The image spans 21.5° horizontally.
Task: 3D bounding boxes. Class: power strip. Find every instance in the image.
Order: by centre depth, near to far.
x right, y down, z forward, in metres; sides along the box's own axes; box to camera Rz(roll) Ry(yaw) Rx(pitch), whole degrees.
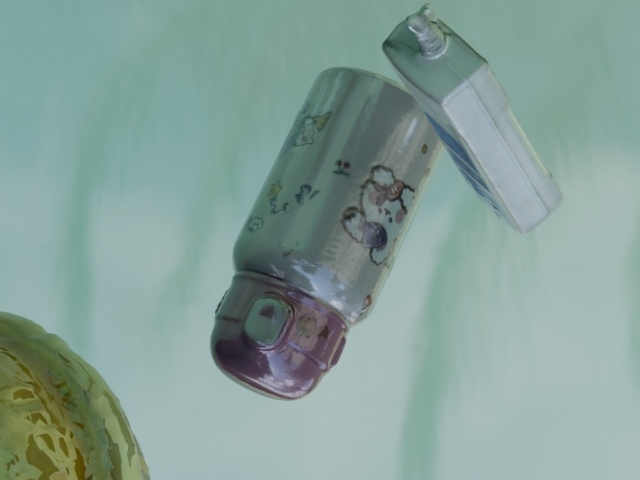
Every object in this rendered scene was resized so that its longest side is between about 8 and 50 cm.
[{"bbox_3d":[0.070,-0.052,0.761,0.030,0.047,0.191,-43,148,0],"label":"power strip"}]

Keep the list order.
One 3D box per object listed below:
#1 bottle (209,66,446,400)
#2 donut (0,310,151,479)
[{"bbox_3d":[0.000,0.000,1.190,0.110,0.233,0.110,24,164,7],"label":"bottle"},{"bbox_3d":[-0.289,0.248,1.163,0.449,0.449,0.198,-22,153,29],"label":"donut"}]
